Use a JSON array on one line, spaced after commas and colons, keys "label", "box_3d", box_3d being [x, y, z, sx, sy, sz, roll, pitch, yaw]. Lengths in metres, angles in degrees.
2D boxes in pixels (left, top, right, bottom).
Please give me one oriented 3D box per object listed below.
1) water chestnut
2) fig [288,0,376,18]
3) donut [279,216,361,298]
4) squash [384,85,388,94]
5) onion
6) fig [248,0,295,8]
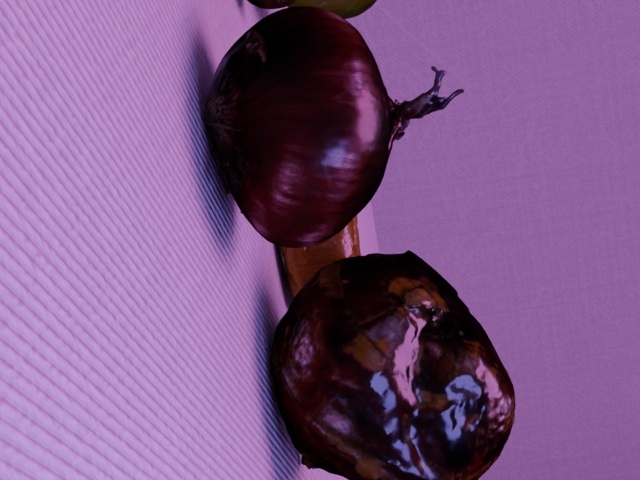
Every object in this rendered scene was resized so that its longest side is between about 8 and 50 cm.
[{"label": "water chestnut", "box_3d": [0.074, 0.203, 1.568, 0.335, 0.347, 0.335, 32, 26, -17]}, {"label": "fig", "box_3d": [-0.002, -0.498, 1.885, 0.233, 0.233, 0.314, -87, 168, -61]}, {"label": "donut", "box_3d": [0.000, 0.002, 1.812, 0.226, 0.114, 0.226, -7, 90, -85]}, {"label": "squash", "box_3d": [0.068, -0.248, 2.472, 0.218, 0.172, 0.218, 22, 90, -80]}, {"label": "onion", "box_3d": [0.007, -0.127, 1.356, 0.273, 0.285, 0.273, 178, -90, -75]}, {"label": "fig", "box_3d": [-0.078, -0.408, 1.716, 0.109, 0.103, 0.154, -45, -124, 51]}]
